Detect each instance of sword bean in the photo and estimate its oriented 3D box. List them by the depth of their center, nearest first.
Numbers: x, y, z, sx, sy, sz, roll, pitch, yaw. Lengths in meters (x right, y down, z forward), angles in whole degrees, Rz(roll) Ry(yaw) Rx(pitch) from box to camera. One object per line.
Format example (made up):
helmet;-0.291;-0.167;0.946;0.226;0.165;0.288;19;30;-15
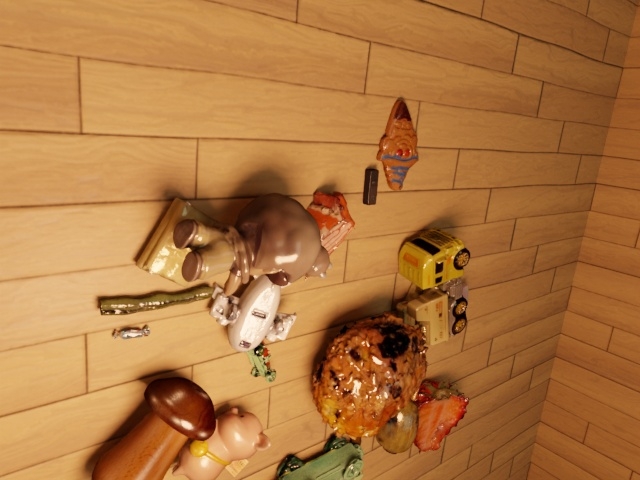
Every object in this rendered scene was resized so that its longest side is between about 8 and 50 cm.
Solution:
sword bean;-0.370;0.138;1.136;0.269;0.038;0.043;-6;133;-40

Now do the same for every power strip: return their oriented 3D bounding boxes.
power strip;0.152;-0.162;1.486;0.038;0.029;0.111;-11;112;-38

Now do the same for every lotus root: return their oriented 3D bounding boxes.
lotus root;0.285;0.641;1.793;0.154;0.154;0.278;10;95;-42

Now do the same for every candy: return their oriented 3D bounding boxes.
candy;-0.428;0.209;1.119;0.083;0.020;0.030;6;101;-40

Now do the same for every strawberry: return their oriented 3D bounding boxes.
strawberry;0.453;0.676;1.963;0.253;0.150;0.280;-19;120;-14

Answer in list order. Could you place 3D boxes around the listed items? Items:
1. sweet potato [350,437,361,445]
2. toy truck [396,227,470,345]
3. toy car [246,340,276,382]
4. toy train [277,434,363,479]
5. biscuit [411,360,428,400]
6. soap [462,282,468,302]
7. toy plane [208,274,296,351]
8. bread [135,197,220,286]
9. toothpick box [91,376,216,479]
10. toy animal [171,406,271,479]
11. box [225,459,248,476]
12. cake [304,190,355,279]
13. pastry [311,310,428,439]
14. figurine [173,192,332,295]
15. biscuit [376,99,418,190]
sweet potato;0.145;0.610;1.714;0.108;0.079;0.346;2;107;-54
toy truck;0.378;0.175;1.702;0.254;0.180;0.405;-20;120;-26
toy car;-0.167;0.326;1.352;0.054;0.073;0.143;-48;131;-41
toy train;-0.006;0.798;1.610;0.369;0.150;0.237;-7;118;-39
biscuit;0.279;0.432;1.672;0.016;0.231;0.139;18;92;-21
soap;0.533;0.246;1.938;0.100;0.056;0.149;-18;116;-33
toy plane;-0.168;0.170;1.273;0.244;0.117;0.245;-5;103;-23
bread;-0.316;0.007;1.120;0.139;0.060;0.178;32;83;-43
toothpick box;-0.379;0.463;1.145;0.294;0.192;0.192;-52;131;-6
toy animal;-0.268;0.537;1.282;0.248;0.165;0.149;-19;92;-20
box;-0.252;0.637;1.422;0.058;0.015;0.093;-44;129;-23
cake;-0.004;-0.001;1.360;0.098;0.135;0.287;16;103;-57
pastry;0.141;0.393;1.478;0.405;0.292;0.337;-44;155;-10
figurine;-0.148;0.003;1.123;0.380;0.248;0.203;-9;140;-46
biscuit;0.246;-0.290;1.524;0.183;0.043;0.280;-15;117;-40
